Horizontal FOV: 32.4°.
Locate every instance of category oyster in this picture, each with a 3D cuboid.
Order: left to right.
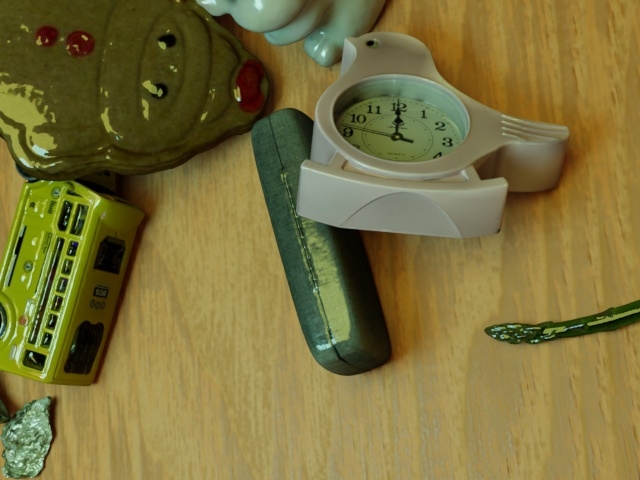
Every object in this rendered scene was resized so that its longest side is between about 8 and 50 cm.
[{"bbox_3d":[-0.398,0.269,1.484,0.098,0.037,0.100,-19,71,20],"label":"oyster"}]

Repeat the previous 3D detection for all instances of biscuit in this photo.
[{"bbox_3d":[-0.252,-0.234,1.417,0.381,0.074,0.358,11,74,-4],"label":"biscuit"}]

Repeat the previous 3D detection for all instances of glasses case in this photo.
[{"bbox_3d":[0.000,0.000,1.310,0.074,0.131,0.323,-22,70,15],"label":"glasses case"}]

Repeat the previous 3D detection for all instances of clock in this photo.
[{"bbox_3d":[0.135,-0.123,1.258,0.290,0.080,0.275,8,46,3],"label":"clock"}]

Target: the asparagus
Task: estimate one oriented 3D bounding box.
[{"bbox_3d":[0.295,0.087,1.209,0.236,0.027,0.034,-15,92,22],"label":"asparagus"}]

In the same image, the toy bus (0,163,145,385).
[{"bbox_3d":[-0.335,0.021,1.457,0.151,0.145,0.331,14,87,24],"label":"toy bus"}]

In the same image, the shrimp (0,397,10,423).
[{"bbox_3d":[-0.483,0.143,1.509,0.253,0.058,0.173,41,123,41],"label":"shrimp"}]

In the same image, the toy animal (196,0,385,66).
[{"bbox_3d":[-0.056,-0.369,1.304,0.196,0.368,0.241,40,108,30],"label":"toy animal"}]
